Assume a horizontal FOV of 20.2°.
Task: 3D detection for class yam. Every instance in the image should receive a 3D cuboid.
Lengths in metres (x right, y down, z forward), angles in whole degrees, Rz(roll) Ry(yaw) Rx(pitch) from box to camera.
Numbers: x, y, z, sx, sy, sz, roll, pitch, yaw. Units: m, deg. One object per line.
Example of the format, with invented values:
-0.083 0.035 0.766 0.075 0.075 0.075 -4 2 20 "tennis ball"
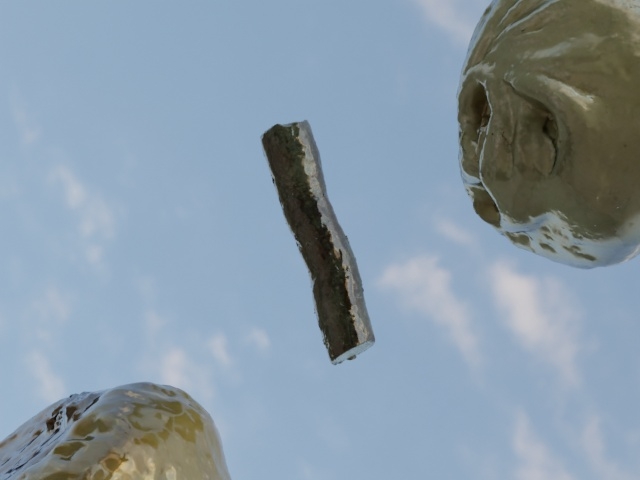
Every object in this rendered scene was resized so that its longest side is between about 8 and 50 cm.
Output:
0.000 0.000 1.833 0.061 0.061 0.253 -28 -105 45 "yam"

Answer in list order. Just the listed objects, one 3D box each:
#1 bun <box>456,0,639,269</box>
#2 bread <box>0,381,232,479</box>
0.157 -0.085 1.206 0.231 0.133 0.231 -179 -90 -69 "bun"
-0.139 0.173 0.963 0.134 0.244 0.244 53 -45 -4 "bread"
